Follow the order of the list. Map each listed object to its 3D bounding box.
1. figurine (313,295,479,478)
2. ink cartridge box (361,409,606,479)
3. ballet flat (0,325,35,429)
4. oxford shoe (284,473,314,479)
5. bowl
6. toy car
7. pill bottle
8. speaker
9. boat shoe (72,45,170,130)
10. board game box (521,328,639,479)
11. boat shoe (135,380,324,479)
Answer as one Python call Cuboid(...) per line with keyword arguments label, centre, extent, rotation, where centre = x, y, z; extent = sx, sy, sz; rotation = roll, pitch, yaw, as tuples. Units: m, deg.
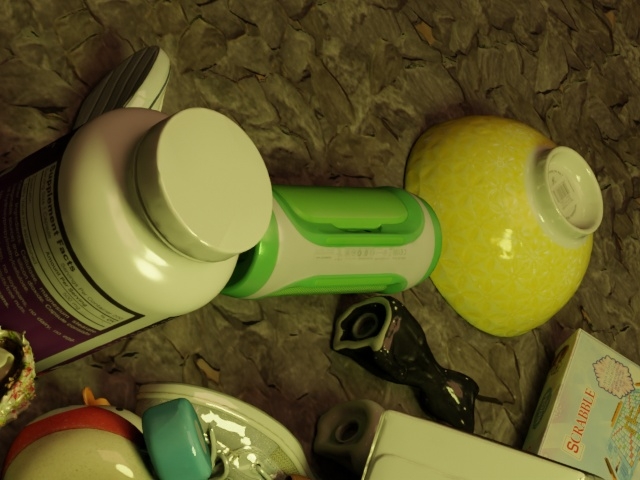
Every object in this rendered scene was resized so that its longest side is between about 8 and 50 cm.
Cuboid(label="figurine", centre=(0.102, 0.202, 1.836), extent=(0.209, 0.092, 0.215), rotation=(39, 48, -35))
Cuboid(label="ink cartridge box", centre=(0.149, 0.292, 1.605), extent=(0.270, 0.198, 0.197), rotation=(34, 73, -72))
Cuboid(label="ballet flat", centre=(-0.305, 0.138, 1.310), extent=(0.091, 0.077, 0.241), rotation=(26, 31, 8))
Cuboid(label="oxford shoe", centre=(-0.041, 0.304, 1.493), extent=(0.076, 0.076, 0.212), rotation=(33, 45, -13))
Cuboid(label="bowl", centre=(0.258, -0.038, 2.061), extent=(0.289, 0.156, 0.289), rotation=(24, 55, -40))
Cuboid(label="toy car", centre=(-0.198, 0.199, 1.443), extent=(0.238, 0.219, 0.210), rotation=(-108, 179, -61))
Cuboid(label="pill bottle", centre=(-0.195, -0.001, 1.417), extent=(0.181, 0.323, 0.181), rotation=(23, 56, -40))
Cuboid(label="speaker", centre=(0.000, 0.000, 1.783), extent=(0.296, 0.131, 0.131), rotation=(0, 72, -47))
Cuboid(label="boat shoe", centre=(-0.205, -0.094, 1.655), extent=(0.076, 0.083, 0.226), rotation=(52, 52, -34))
Cuboid(label="board game box", centre=(0.397, 0.311, 2.031), extent=(0.318, 0.066, 0.319), rotation=(33, 47, -4))
Cuboid(label="boat shoe", centre=(-0.069, 0.249, 1.597), extent=(0.320, 0.118, 0.103), rotation=(50, 48, -35))
